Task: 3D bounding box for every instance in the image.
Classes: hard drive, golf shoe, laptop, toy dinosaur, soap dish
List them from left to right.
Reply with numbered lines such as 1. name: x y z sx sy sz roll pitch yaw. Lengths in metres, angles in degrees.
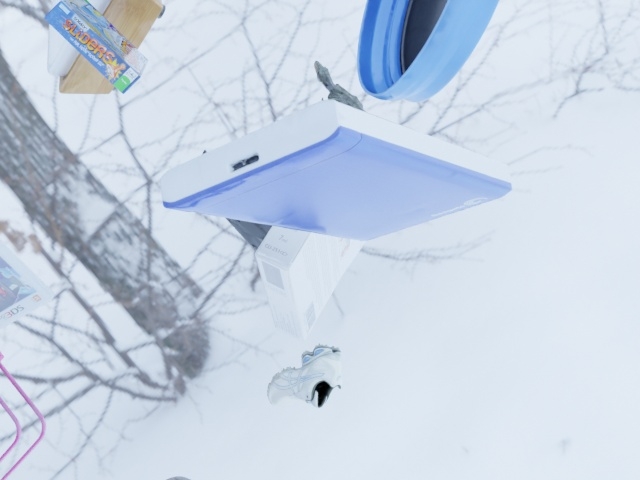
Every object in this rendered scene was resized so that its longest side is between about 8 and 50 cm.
1. soap dish: -0.365 -0.401 1.447 0.229 0.118 0.290 -49 35 27
2. laptop: -0.168 -0.102 1.958 0.264 0.234 0.136 -8 39 54
3. golf shoe: -0.027 0.246 1.409 0.176 0.069 0.086 -45 47 37
4. hard drive: 0.029 -0.057 0.862 0.210 0.040 0.319 -19 -16 35
5. toy dinosaur: 0.067 -0.304 1.966 0.118 0.268 0.064 -14 45 63

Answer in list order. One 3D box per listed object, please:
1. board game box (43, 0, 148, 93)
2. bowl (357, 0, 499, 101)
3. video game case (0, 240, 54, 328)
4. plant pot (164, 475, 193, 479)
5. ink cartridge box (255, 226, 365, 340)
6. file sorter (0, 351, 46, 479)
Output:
1. board game box: -0.303 -0.275 1.174 0.035 0.136 0.201 -43 19 6
2. bowl: 0.169 -0.388 1.258 0.391 0.077 0.390 -164 90 -73
3. video game case: -0.557 0.060 1.347 0.184 0.201 0.023 -28 28 20
4. plant pot: -0.176 0.536 1.465 0.231 0.215 0.215 3 40 29
5. ink cartridge box: 0.000 0.000 1.427 0.066 0.296 0.261 25 66 16
6. file sorter: -0.617 0.313 1.357 0.202 0.182 0.291 -48 -17 8
